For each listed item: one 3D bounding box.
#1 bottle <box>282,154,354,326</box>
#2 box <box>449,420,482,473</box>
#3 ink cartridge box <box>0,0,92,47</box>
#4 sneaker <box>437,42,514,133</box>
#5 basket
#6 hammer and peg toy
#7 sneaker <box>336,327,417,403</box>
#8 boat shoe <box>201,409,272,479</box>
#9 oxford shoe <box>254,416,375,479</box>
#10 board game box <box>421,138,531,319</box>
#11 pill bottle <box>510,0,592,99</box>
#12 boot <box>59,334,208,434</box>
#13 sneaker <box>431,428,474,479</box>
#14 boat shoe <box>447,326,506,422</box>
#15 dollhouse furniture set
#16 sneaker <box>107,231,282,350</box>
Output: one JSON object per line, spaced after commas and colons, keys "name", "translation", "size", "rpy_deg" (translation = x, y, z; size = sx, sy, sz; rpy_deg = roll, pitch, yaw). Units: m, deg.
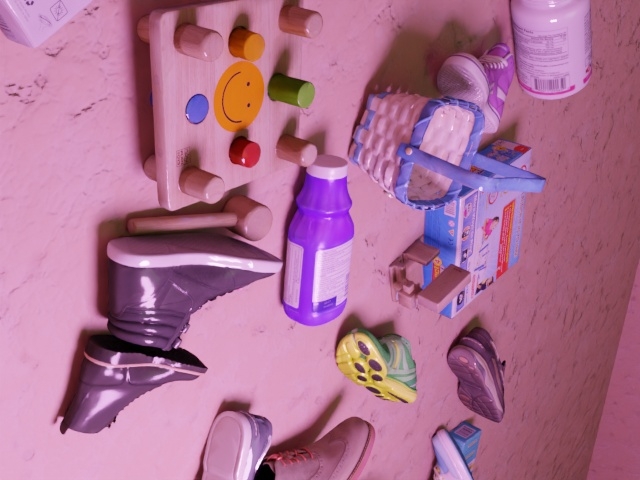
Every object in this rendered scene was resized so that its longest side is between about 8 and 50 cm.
{"name": "bottle", "translation": [0.000, 0.000, 1.375], "size": [0.118, 0.092, 0.283], "rpy_deg": [-24, 127, -46]}
{"name": "box", "translation": [0.377, 0.633, 2.285], "size": [0.100, 0.060, 0.245], "rpy_deg": [-19, 123, -48]}
{"name": "ink cartridge box", "translation": [-0.237, -0.371, 0.865], "size": [0.333, 0.065, 0.165], "rpy_deg": [-49, 142, -23]}
{"name": "sneaker", "translation": [0.312, -0.337, 1.617], "size": [0.161, 0.102, 0.282], "rpy_deg": [-68, 157, -6]}
{"name": "basket", "translation": [0.219, -0.143, 1.417], "size": [0.254, 0.288, 0.201], "rpy_deg": [-1, 110, -52]}
{"name": "hammer and peg toy", "translation": [-0.120, -0.138, 1.099], "size": [0.265, 0.127, 0.362], "rpy_deg": [-25, 128, -45]}
{"name": "sneaker", "translation": [0.119, 0.240, 1.691], "size": [0.295, 0.109, 0.124], "rpy_deg": [49, 46, -51]}
{"name": "boat shoe", "translation": [-0.156, 0.445, 1.400], "size": [0.099, 0.116, 0.320], "rpy_deg": [12, 94, -52]}
{"name": "oxford shoe", "translation": [-0.036, 0.436, 1.535], "size": [0.348, 0.123, 0.130], "rpy_deg": [-41, 113, -27]}
{"name": "board game box", "translation": [0.348, -0.031, 1.841], "size": [0.302, 0.086, 0.308], "rpy_deg": [-32, 133, -41]}
{"name": "pill bottle", "translation": [0.482, -0.451, 1.717], "size": [0.160, 0.160, 0.283], "rpy_deg": [-49, 142, -25]}
{"name": "boot", "translation": [-0.266, 0.211, 1.163], "size": [0.197, 0.076, 0.137], "rpy_deg": [18, 98, -43]}
{"name": "sneaker", "translation": [0.308, 0.668, 2.162], "size": [0.127, 0.208, 0.319], "rpy_deg": [-76, 144, -81]}
{"name": "boat shoe", "translation": [0.434, 0.353, 2.141], "size": [0.130, 0.132, 0.355], "rpy_deg": [-51, 144, -22]}
{"name": "dollhouse furniture set", "translation": [0.223, 0.107, 1.692], "size": [0.144, 0.151, 0.123], "rpy_deg": [-39, 137, -32]}
{"name": "sneaker", "translation": [-0.183, 0.073, 1.166], "size": [0.295, 0.104, 0.147], "rpy_deg": [0, 111, -48]}
